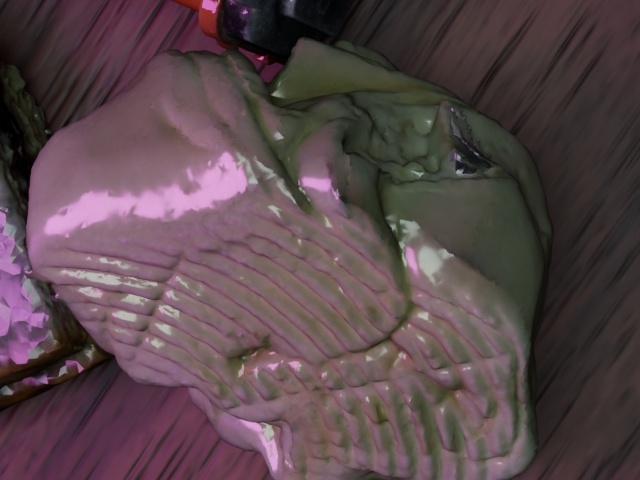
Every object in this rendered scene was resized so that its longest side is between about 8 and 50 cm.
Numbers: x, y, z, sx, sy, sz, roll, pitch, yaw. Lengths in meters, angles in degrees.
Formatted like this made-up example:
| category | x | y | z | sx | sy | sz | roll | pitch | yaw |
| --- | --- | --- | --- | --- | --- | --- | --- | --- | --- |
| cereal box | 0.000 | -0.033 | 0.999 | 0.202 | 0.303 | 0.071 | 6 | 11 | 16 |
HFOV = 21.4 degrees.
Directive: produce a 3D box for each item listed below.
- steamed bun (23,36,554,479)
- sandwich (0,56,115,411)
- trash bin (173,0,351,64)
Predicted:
| category | x | y | z | sx | sy | sz | roll | pitch | yaw |
| --- | --- | --- | --- | --- | --- | --- | --- | --- | --- |
| steamed bun | 0.000 | 0.000 | 1.012 | 0.275 | 0.206 | 0.320 | -27 | 123 | 33 |
| sandwich | -0.306 | -0.021 | 1.114 | 0.262 | 0.131 | 0.325 | -25 | 86 | 12 |
| trash bin | -0.096 | -0.217 | 1.050 | 0.238 | 0.184 | 0.161 | 21 | 95 | 15 |
